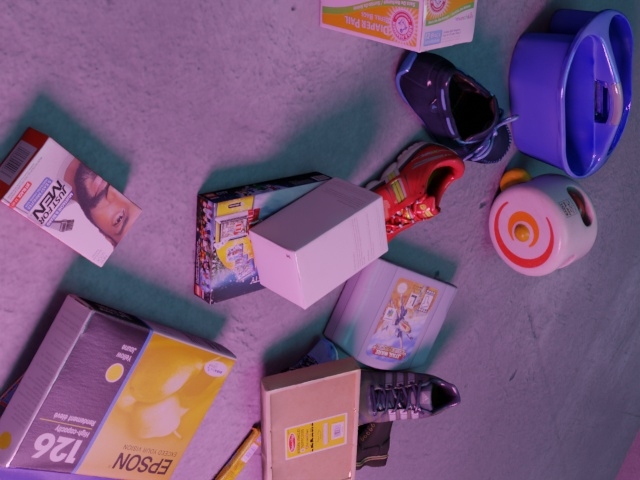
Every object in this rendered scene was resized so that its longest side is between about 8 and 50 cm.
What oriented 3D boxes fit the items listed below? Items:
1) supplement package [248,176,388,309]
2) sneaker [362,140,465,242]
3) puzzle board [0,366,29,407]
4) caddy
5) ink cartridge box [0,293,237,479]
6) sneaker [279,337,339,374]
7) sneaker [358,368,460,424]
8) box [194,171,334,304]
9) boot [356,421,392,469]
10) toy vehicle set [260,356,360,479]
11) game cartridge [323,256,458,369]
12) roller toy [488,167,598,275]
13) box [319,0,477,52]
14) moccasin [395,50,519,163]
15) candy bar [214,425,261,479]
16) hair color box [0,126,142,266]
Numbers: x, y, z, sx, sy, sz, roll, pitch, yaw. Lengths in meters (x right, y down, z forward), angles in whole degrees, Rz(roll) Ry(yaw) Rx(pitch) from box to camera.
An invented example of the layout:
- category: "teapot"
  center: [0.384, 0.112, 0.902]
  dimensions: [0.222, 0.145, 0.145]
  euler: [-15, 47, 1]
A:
- category: "supplement package"
  center: [0.000, 0.000, 1.241]
  dimensions: [0.179, 0.105, 0.105]
  euler: [-33, 131, -31]
- category: "sneaker"
  center: [0.140, -0.060, 1.413]
  dimensions: [0.279, 0.118, 0.107]
  euler: [-50, 137, -15]
- category: "puzzle board"
  center: [-0.358, 0.211, 1.126]
  dimensions: [0.096, 0.011, 0.128]
  euler: [-48, 137, -17]
- category: "caddy"
  center: [0.508, -0.287, 1.629]
  dimensions: [0.241, 0.179, 0.341]
  euler: [-37, 133, -26]
- category: "ink cartridge box"
  center: [-0.294, 0.254, 1.156]
  dimensions: [0.303, 0.072, 0.307]
  euler: [30, 86, -54]
- category: "sneaker"
  center: [-0.031, 0.236, 1.437]
  dimensions: [0.162, 0.063, 0.073]
  euler: [-54, 135, -11]
- category: "sneaker"
  center: [0.143, 0.290, 1.571]
  dimensions: [0.300, 0.121, 0.111]
  euler: [0, 81, -43]
- category: "box"
  center: [-0.083, -0.008, 1.268]
  dimensions: [0.233, 0.044, 0.159]
  euler: [-15, 120, -41]
- category: "boot"
  center: [0.077, 0.366, 1.621]
  dimensions: [0.198, 0.077, 0.137]
  euler: [14, 92, -57]
- category: "toy vehicle set"
  center: [-0.018, 0.329, 1.434]
  dimensions: [0.166, 0.035, 0.267]
  euler: [-10, 123, -18]
- category: "game cartridge"
  center: [0.137, 0.144, 1.570]
  dimensions: [0.297, 0.062, 0.198]
  euler: [19, 92, -49]
- category: "roller toy"
  center: [0.443, -0.033, 1.683]
  dimensions: [0.146, 0.191, 0.209]
  euler: [-19, 123, -38]
- category: "box"
  center: [0.106, -0.339, 1.167]
  dimensions: [0.114, 0.203, 0.103]
  euler: [-21, 124, -38]
- category: "moccasin"
  center: [0.253, -0.207, 1.453]
  dimensions: [0.342, 0.117, 0.138]
  euler: [22, 94, -49]
- category: "candy bar"
  center: [-0.149, 0.387, 1.427]
  dimensions: [0.161, 0.018, 0.040]
  euler: [-52, 141, -13]
- category: "hair color box"
  center: [-0.307, -0.049, 1.010]
  dimensions: [0.093, 0.053, 0.167]
  euler: [-56, 140, -9]
